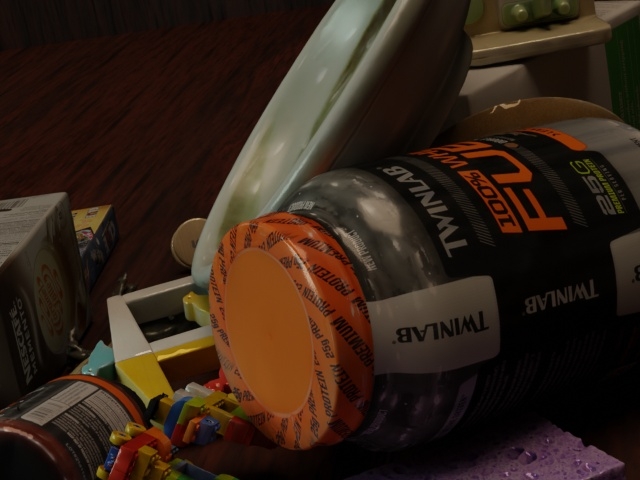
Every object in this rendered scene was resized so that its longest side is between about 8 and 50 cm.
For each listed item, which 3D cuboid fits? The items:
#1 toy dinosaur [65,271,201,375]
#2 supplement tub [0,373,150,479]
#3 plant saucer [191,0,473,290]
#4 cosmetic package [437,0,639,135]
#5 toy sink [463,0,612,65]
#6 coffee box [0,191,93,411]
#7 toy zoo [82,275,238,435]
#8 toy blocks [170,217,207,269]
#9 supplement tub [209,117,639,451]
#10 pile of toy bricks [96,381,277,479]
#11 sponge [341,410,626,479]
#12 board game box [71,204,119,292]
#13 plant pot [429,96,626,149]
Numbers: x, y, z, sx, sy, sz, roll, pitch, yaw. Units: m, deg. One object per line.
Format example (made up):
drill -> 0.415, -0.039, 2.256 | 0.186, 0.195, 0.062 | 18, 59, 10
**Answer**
toy dinosaur -> -0.169, 0.088, 1.386 | 0.118, 0.064, 0.268 | 17, 34, 41
supplement tub -> -0.187, 0.157, 1.086 | 0.106, 0.106, 0.198 | -5, 7, 14
plant saucer -> 0.032, -0.111, 1.308 | 0.101, 0.400, 0.400 | 32, 15, -10
cosmetic package -> 0.199, -0.116, 1.584 | 0.155, 0.197, 0.365 | 5, 25, 37
toy sink -> 0.188, -0.274, 1.542 | 0.153, 0.131, 0.234 | -11, 19, -2
coffee box -> -0.294, 0.062, 1.397 | 0.098, 0.141, 0.246 | -7, 19, 8
toy zoo -> -0.061, 0.083, 1.303 | 0.293, 0.030, 0.192 | -16, 35, -17
toy blocks -> -0.109, -0.016, 1.646 | 0.123, 0.054, 0.148 | -42, 1, -7
supplement tub -> 0.102, 0.032, 1.117 | 0.338, 0.207, 0.207 | -14, 17, -33
pile of toy bricks -> -0.085, 0.174, 1.045 | 0.105, 0.118, 0.212 | 23, 8, 9
sponge -> 0.086, 0.177, 1.020 | 0.210, 0.031, 0.117 | -17, 19, -20
board game box -> -0.325, 0.027, 1.674 | 0.165, 0.042, 0.243 | -8, 18, 6
plant pot -> 0.172, -0.025, 1.320 | 0.236, 0.236, 0.032 | -12, 47, -5
